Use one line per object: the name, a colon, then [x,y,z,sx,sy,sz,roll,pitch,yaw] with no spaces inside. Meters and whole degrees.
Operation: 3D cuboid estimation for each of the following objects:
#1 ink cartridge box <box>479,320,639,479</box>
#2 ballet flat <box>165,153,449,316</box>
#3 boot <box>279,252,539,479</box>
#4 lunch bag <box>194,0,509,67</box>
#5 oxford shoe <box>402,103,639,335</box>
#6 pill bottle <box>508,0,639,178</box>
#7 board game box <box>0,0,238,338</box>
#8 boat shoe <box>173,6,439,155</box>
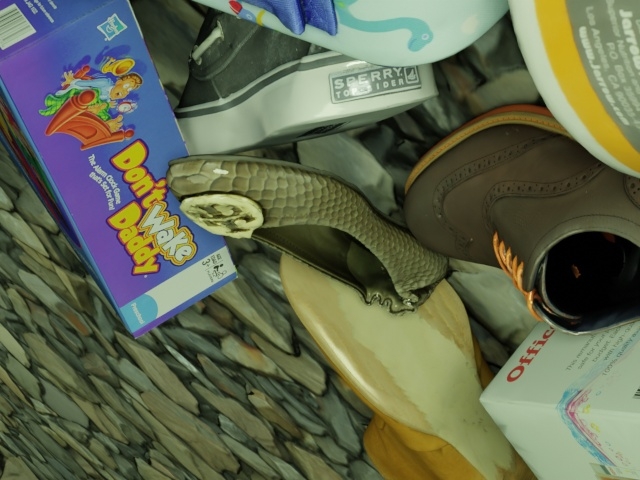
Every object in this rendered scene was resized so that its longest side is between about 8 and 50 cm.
ink cartridge box: [0.201,0.087,0.738,0.127,0.128,0.176,53,155,-21]
ballet flat: [0.000,0.000,0.844,0.084,0.058,0.250,2,168,34]
boot: [0.062,0.120,1.034,0.295,0.104,0.211,40,156,-4]
lunch bag: [0.003,-0.164,0.573,0.219,0.176,0.090,26,151,34]
oxford shoe: [0.118,-0.008,0.744,0.097,0.098,0.271,52,154,-21]
pill bottle: [0.200,-0.093,0.411,0.278,0.162,0.162,4,135,53]
board game box: [-0.192,-0.132,0.901,0.347,0.078,0.233,49,165,39]
boat shoe: [-0.025,-0.107,0.811,0.301,0.108,0.102,175,83,-74]
